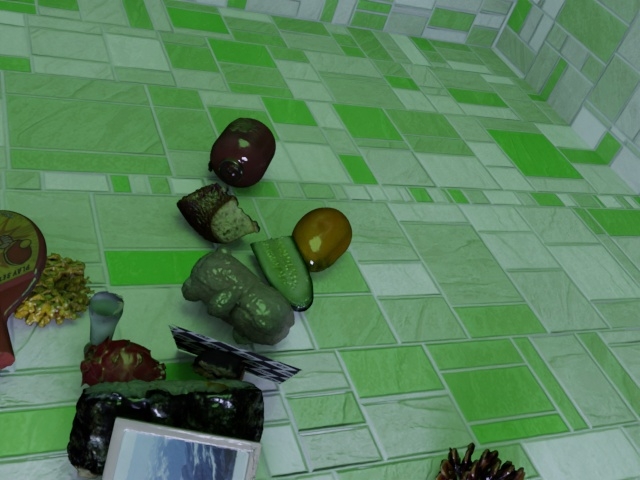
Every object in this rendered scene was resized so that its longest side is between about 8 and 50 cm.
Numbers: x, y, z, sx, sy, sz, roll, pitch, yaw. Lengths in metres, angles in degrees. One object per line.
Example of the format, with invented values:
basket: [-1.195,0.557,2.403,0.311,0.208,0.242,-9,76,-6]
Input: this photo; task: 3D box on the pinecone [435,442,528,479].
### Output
pinecone: [0.332,0.509,1.457,0.212,0.168,0.185,15,50,12]

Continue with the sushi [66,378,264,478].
sushi: [-0.268,0.340,1.321,0.350,0.211,0.170,6,84,-31]

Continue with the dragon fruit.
dragon fruit: [-0.392,0.259,1.444,0.166,0.133,0.136,6,82,-19]

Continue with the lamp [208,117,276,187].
lamp: [-0.231,-0.253,2.119,0.180,0.180,0.258,23,37,1]

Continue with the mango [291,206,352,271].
mango: [-0.004,-0.004,1.962,0.151,0.120,0.221,33,46,13]

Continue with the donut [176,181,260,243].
donut: [-0.276,-0.060,1.910,0.126,0.144,0.186,-34,94,-41]

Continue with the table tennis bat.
table tennis bat: [-0.682,0.091,1.485,0.268,0.051,0.414,-24,51,-8]

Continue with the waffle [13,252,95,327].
waffle: [-0.595,0.099,1.578,0.197,0.070,0.193,-6,44,-32]

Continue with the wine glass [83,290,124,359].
wine glass: [-0.443,0.179,1.484,0.072,0.155,0.072,13,38,-10]

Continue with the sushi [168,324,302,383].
sushi: [-0.187,0.257,1.465,0.264,0.290,0.050,20,70,-3]

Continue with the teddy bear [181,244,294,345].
teddy bear: [-0.182,0.138,1.670,0.267,0.151,0.236,42,13,10]

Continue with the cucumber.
cucumber: [-0.087,0.093,1.843,0.115,0.063,0.244,-18,49,-10]

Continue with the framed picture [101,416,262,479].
framed picture: [-0.244,0.473,1.165,0.247,0.022,0.335,14,77,-12]
